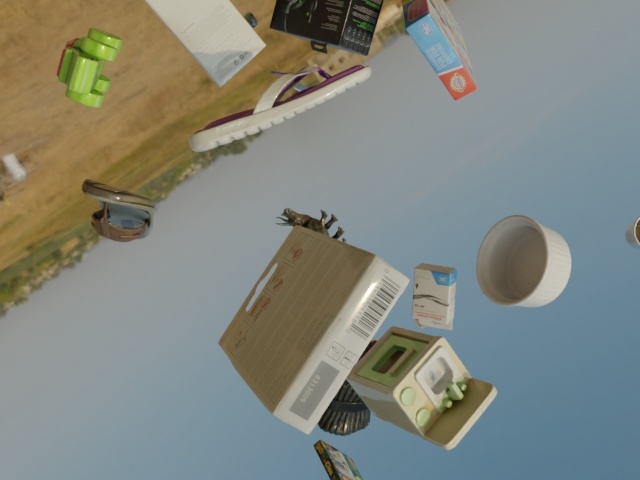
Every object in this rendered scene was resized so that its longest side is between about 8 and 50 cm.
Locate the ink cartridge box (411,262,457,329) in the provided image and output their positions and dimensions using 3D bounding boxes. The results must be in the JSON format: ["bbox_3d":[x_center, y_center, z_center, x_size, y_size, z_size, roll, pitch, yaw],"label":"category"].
[{"bbox_3d":[0.307,0.161,1.769,0.104,0.180,0.060,8,-164,26],"label":"ink cartridge box"}]

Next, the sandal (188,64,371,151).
[{"bbox_3d":[-0.087,-0.299,1.348,0.416,0.102,0.169,-25,-166,-8],"label":"sandal"}]

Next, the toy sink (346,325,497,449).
[{"bbox_3d":[0.184,0.267,1.236,0.153,0.131,0.234,-44,-158,-20],"label":"toy sink"}]

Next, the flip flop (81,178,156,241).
[{"bbox_3d":[-0.344,-0.033,1.114,0.277,0.112,0.080,132,-25,-72],"label":"flip flop"}]

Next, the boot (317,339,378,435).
[{"bbox_3d":[0.162,0.429,1.900,0.347,0.260,0.131,1,-163,-6],"label":"boot"}]

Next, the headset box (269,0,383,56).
[{"bbox_3d":[0.026,-0.613,1.622,0.246,0.283,0.131,25,-164,35],"label":"headset box"}]

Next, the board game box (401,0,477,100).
[{"bbox_3d":[0.292,-0.536,1.649,0.064,0.242,0.317,-27,-143,25],"label":"board game box"}]

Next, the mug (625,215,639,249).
[{"bbox_3d":[0.507,-0.009,0.998,0.064,0.078,0.062,48,55,-82],"label":"mug"}]

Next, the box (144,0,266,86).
[{"bbox_3d":[-0.330,-0.600,1.730,0.168,0.345,0.215,-42,-158,1],"label":"box"}]

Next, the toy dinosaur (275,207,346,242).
[{"bbox_3d":[0.000,0.000,2.251,0.160,0.314,0.121,-39,168,19],"label":"toy dinosaur"}]

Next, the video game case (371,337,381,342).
[{"bbox_3d":[0.147,0.420,2.285,0.157,0.019,0.143,-12,-122,7],"label":"video game case"}]

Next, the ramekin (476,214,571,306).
[{"bbox_3d":[0.619,0.071,1.977,0.277,0.135,0.277,-29,-125,52],"label":"ramekin"}]

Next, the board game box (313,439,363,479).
[{"bbox_3d":[0.077,0.587,1.524,0.030,0.136,0.260,-43,-144,3],"label":"board game box"}]

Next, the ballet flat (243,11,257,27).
[{"bbox_3d":[-0.207,-0.652,1.947,0.041,0.041,0.114,-33,-153,6],"label":"ballet flat"}]

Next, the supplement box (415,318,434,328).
[{"bbox_3d":[0.339,0.229,2.013,0.062,0.036,0.098,-30,-178,34],"label":"supplement box"}]

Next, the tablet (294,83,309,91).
[{"bbox_3d":[-0.036,-0.447,1.970,0.006,0.083,0.054,-61,177,33],"label":"tablet"}]

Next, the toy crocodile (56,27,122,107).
[{"bbox_3d":[-0.447,-0.336,1.237,0.340,0.105,0.115,-118,-132,-63],"label":"toy crocodile"}]

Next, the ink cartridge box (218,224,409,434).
[{"bbox_3d":[-0.035,0.140,1.221,0.308,0.091,0.385,-57,-157,-5],"label":"ink cartridge box"}]
